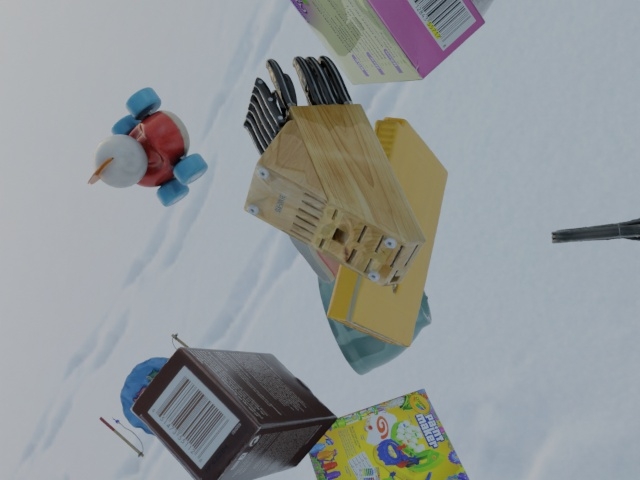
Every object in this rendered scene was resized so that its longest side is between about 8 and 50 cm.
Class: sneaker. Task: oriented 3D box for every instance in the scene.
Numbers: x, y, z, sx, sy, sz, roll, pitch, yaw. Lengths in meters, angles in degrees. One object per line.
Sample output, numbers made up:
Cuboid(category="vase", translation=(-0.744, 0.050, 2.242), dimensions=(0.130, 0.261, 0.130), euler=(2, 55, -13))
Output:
Cuboid(category="sneaker", translation=(0.000, 0.000, 1.325), dimensions=(0.070, 0.134, 0.051), euler=(-45, 30, -19))

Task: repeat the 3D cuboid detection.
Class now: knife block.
Cuboid(category="knife block", translation=(0.025, -0.105, 0.985), dimensions=(0.242, 0.276, 0.088), euler=(-57, -6, -39))

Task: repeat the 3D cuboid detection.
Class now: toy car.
Cuboid(category="toy car", translation=(-0.412, -0.169, 1.748), dimensions=(0.219, 0.238, 0.210), euler=(55, 141, 3))

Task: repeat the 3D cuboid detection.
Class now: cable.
Cuboid(category="cable", translation=(0.582, -0.004, 1.515), dimensions=(0.139, 0.287, 0.072), euler=(-39, -62, -80))

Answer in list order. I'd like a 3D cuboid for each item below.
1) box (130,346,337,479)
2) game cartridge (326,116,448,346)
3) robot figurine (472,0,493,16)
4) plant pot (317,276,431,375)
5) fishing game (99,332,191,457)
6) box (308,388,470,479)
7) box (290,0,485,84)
Cuboid(category="box", translation=(-0.132, 0.295, 1.393), dimensions=(0.191, 0.381, 0.143), euler=(41, 97, 21))
Cuboid(category="game cartridge", translation=(0.117, -0.006, 1.308), dimensions=(0.053, 0.285, 0.323), euler=(8, 78, 26))
Cuboid(category="robot figurine", translation=(0.161, -0.465, 1.426), dimensions=(0.353, 0.300, 0.199), euler=(166, 127, -87))
Cuboid(category="plant pot", translation=(0.140, 0.143, 1.900), dimensions=(0.196, 0.293, 0.293), euler=(-22, 57, 13))
Cuboid(category="fishing game", translation=(-0.363, 0.362, 1.872), dimensions=(0.264, 0.189, 0.041), euler=(-46, 10, -13))
Cuboid(category="box", translation=(0.143, 0.497, 1.648), dimensions=(0.290, 0.279, 0.177), euler=(-113, 7, -51))
Cuboid(category="box", translation=(0.066, -0.329, 1.088), dimensions=(0.117, 0.213, 0.243), euler=(-43, 19, -9))
